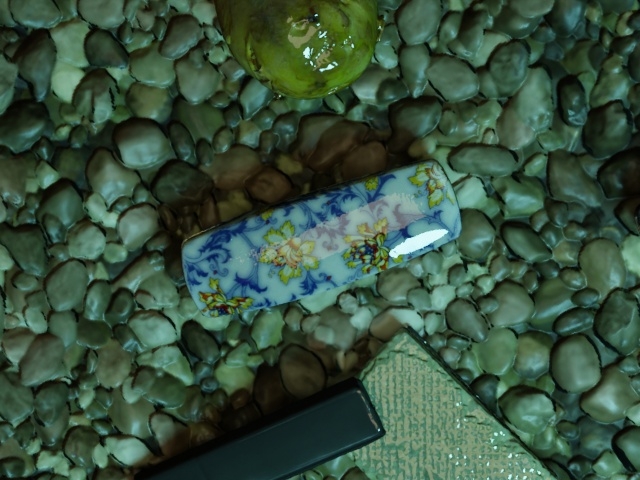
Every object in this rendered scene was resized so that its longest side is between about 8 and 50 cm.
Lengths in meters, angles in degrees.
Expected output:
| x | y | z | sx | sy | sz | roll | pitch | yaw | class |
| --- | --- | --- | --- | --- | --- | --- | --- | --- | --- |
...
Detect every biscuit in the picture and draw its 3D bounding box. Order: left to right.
| x | y | z | sx | sy | sz | roll | pitch | yaw | class |
| --- | --- | --- | --- | --- | --- | --- | --- | --- | --- |
| 0.103 | 0.185 | 1.301 | 0.199 | 0.040 | 0.121 | 44 | 98 | 4 | biscuit |

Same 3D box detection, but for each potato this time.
| x | y | z | sx | sy | sz | roll | pitch | yaw | class |
| --- | --- | --- | --- | --- | --- | --- | --- | --- | --- |
| -0.020 | -0.199 | 1.256 | 0.137 | 0.137 | 0.176 | -17 | 70 | 8 | potato |

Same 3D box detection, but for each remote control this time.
| x | y | z | sx | sy | sz | roll | pitch | yaw | class |
| --- | --- | --- | --- | --- | --- | --- | --- | --- | --- |
| -0.057 | 0.192 | 1.308 | 0.245 | 0.025 | 0.063 | -27 | 94 | 19 | remote control |

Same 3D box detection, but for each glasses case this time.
| x | y | z | sx | sy | sz | roll | pitch | yaw | class |
| --- | --- | --- | --- | --- | --- | --- | --- | --- | --- |
| 0.000 | 0.000 | 1.290 | 0.248 | 0.065 | 0.087 | -17 | 90 | 7 | glasses case |

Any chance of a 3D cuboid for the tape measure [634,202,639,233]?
| x | y | z | sx | sy | sz | roll | pitch | yaw | class |
| --- | --- | --- | --- | --- | --- | --- | --- | --- | --- |
| 0.332 | -0.015 | 1.244 | 0.125 | 0.074 | 0.118 | 33 | 97 | 6 | tape measure |
